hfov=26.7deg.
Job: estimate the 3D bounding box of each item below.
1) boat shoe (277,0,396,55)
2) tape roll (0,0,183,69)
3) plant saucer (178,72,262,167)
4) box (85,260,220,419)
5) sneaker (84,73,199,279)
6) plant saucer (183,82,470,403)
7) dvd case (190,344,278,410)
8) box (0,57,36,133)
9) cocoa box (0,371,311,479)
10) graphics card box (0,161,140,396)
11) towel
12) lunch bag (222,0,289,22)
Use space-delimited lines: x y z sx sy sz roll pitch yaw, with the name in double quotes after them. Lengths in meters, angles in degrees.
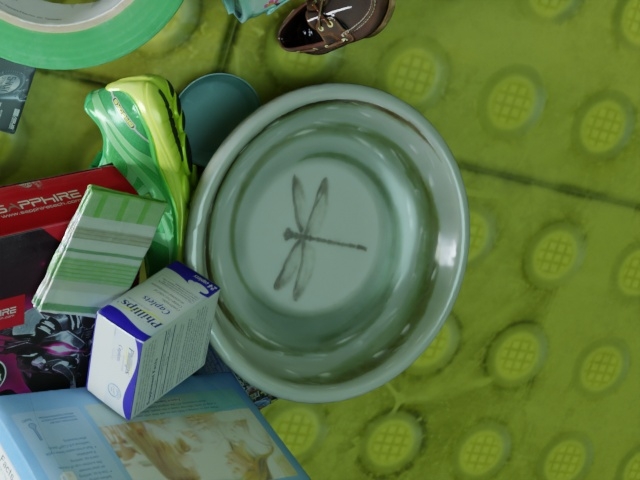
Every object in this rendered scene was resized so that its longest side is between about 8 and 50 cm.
0.016 -0.258 1.566 0.073 0.207 0.073 -12 84 -26 "boat shoe"
-0.275 -0.339 1.387 0.321 0.077 0.321 2 118 4 "tape roll"
-0.129 -0.148 1.645 0.119 0.021 0.119 -9 114 -21 "plant saucer"
-0.190 0.112 1.534 0.137 0.072 0.126 -36 149 -45 "box"
-0.212 -0.064 1.609 0.124 0.109 0.295 -1 122 9 "sneaker"
0.000 0.000 1.697 0.401 0.100 0.400 -5 102 -28 "plant saucer"
-0.069 0.127 1.787 0.253 0.022 0.180 -30 119 -11 "dvd case"
-0.367 -0.168 1.527 0.067 0.018 0.083 15 103 -29 "box"
-0.221 0.317 1.562 0.347 0.231 0.228 -2 128 -42 "cocoa box"
-0.331 0.107 1.545 0.233 0.094 0.371 -14 132 -33 "graphics card box"
-0.239 0.013 1.464 0.113 0.023 0.152 11 111 -49 "towel"
-0.048 -0.400 1.501 0.223 0.160 0.262 -30 114 -12 "lunch bag"
